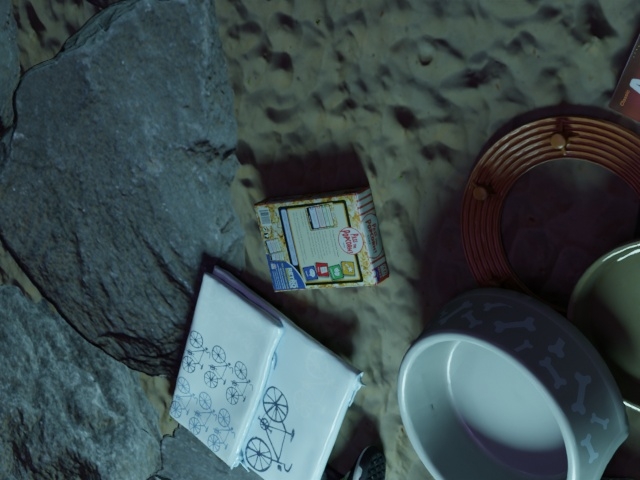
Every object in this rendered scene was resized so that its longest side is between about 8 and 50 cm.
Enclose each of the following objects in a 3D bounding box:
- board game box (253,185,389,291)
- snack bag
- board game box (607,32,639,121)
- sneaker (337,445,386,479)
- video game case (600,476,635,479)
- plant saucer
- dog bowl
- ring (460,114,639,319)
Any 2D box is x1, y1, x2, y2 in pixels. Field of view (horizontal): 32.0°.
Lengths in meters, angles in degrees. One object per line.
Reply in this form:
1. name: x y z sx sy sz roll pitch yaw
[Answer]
1. board game box: 0.000 0.000 1.726 0.193 0.045 0.147 -4 104 34
2. snack bag: -0.104 0.259 1.870 0.342 0.037 0.323 34 122 26
3. board game box: 0.467 -0.257 1.343 0.145 0.027 0.281 30 121 22
4. sneaker: 0.034 0.427 1.836 0.097 0.084 0.235 27 119 25
5. video game case: 0.392 0.436 1.646 0.173 0.022 0.191 -5 105 34
6. plant saucer: 0.460 0.111 1.445 0.277 0.041 0.278 12 121 21
7. dog bowl: 0.253 0.245 1.567 0.348 0.102 0.349 26 129 36
8. ring: 0.340 -0.003 1.515 0.336 0.032 0.337 12 114 29
